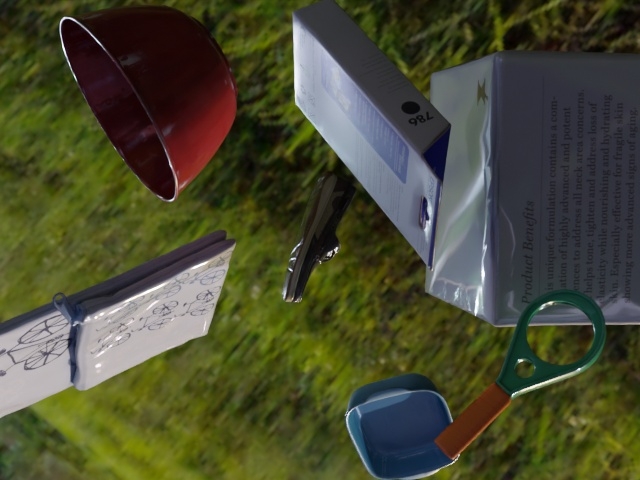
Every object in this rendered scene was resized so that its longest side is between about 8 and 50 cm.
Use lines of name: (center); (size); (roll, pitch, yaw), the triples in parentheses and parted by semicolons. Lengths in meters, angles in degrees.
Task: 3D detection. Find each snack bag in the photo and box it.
snack bag: (-0.262, 0.116, 1.213); (0.037, 0.342, 0.323); (61, 159, 14)

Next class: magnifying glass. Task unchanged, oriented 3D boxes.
magnifying glass: (0.213, 0.145, 1.199); (0.092, 0.231, 0.026); (43, 173, 24)

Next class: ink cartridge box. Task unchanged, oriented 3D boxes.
ink cartridge box: (0.072, -0.133, 1.352); (0.333, 0.065, 0.165); (55, 158, 32)

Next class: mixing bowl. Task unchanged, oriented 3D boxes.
mixing bowl: (-0.137, -0.135, 0.969); (0.181, 0.098, 0.181); (48, 161, 23)

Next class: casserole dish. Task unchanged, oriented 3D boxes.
casserole dish: (0.092, 0.208, 1.259); (0.188, 0.114, 0.037); (68, -170, -47)

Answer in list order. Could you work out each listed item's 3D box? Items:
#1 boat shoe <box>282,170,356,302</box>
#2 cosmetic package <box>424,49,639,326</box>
boat shoe: (0.000, 0.000, 1.227); (0.049, 0.152, 0.056); (20, 175, -9)
cosmetic package: (0.367, -0.071, 1.472); (0.393, 0.329, 0.327); (0, -176, -9)
